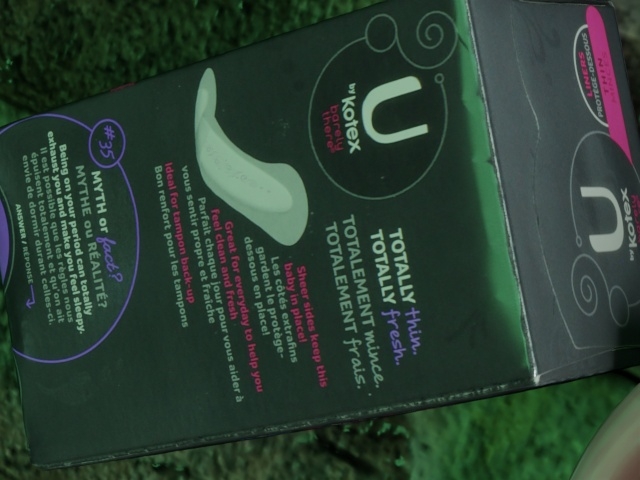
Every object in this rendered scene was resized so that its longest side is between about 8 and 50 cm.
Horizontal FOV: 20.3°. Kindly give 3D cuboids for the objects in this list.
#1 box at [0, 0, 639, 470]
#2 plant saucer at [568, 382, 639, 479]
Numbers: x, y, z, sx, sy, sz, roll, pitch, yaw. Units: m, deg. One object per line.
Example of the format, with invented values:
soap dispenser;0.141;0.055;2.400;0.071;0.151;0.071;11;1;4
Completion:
box;0.000;0.000;0.799;0.270;0.143;0.165;-13;85;35
plant saucer;0.192;0.196;0.637;0.332;0.084;0.332;-12;77;63
